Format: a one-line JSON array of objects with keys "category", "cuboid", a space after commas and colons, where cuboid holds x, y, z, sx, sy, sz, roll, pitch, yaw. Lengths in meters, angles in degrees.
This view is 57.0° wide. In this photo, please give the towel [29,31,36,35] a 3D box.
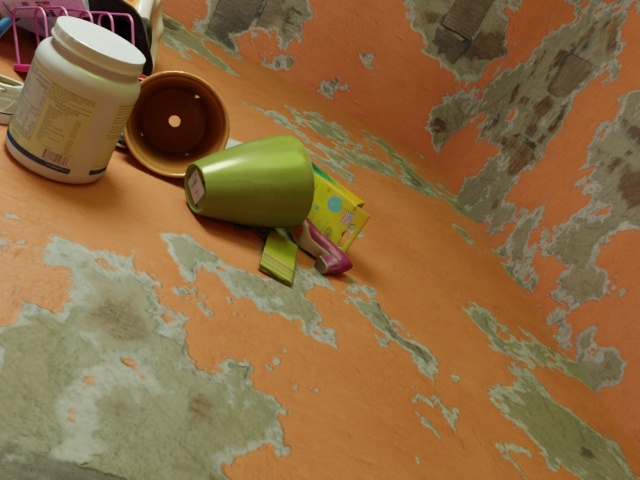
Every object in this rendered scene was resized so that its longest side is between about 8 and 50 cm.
[{"category": "towel", "cuboid": [-0.933, -0.719, 2.018, 0.120, 0.029, 0.067, 4, 11, 24]}]

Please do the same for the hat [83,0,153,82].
[{"category": "hat", "cuboid": [-0.638, -0.668, 1.961, 0.331, 0.331, 0.134, 37, 46, 9]}]

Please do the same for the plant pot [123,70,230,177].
[{"category": "plant pot", "cuboid": [-0.421, -0.342, 1.711, 0.291, 0.290, 0.203, 24, 8, -21]}]

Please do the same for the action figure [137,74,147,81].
[{"category": "action figure", "cuboid": [-0.606, -0.471, 1.899, 0.139, 0.091, 0.280, 10, -2, -7]}]

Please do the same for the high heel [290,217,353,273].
[{"category": "high heel", "cuboid": [0.000, 0.000, 1.772, 0.117, 0.082, 0.244, -4, 46, -43]}]

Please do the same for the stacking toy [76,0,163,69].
[{"category": "stacking toy", "cuboid": [-0.838, -0.804, 2.155, 0.480, 0.350, 0.350, 9, 27, -8]}]

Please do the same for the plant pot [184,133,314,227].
[{"category": "plant pot", "cuboid": [-0.215, -0.154, 1.636, 0.294, 0.274, 0.274, -9, 44, -36]}]

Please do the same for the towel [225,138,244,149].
[{"category": "towel", "cuboid": [-0.282, -0.256, 1.981, 0.332, 0.053, 0.317, 9, 33, -44]}]

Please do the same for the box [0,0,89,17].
[{"category": "box", "cuboid": [-0.863, -0.716, 1.726, 0.322, 0.058, 0.232, -7, 3, -14]}]

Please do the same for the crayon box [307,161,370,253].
[{"category": "crayon box", "cuboid": [-0.010, -0.097, 1.821, 0.319, 0.202, 0.081, 39, 23, 13]}]

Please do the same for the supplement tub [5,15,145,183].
[{"category": "supplement tub", "cuboid": [-0.565, -0.321, 1.372, 0.236, 0.324, 0.235, 28, 22, -13]}]

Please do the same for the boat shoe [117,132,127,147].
[{"category": "boat shoe", "cuboid": [-0.586, -0.344, 1.723, 0.084, 0.079, 0.233, 23, 25, -27]}]

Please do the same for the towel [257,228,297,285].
[{"category": "towel", "cuboid": [-0.114, 0.044, 1.628, 0.102, 0.021, 0.237, 34, 20, -12]}]

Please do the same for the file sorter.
[{"category": "file sorter", "cuboid": [-0.725, -0.590, 1.747, 0.202, 0.182, 0.291, 16, 22, 36]}]

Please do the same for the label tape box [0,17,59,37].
[{"category": "label tape box", "cuboid": [-0.920, -0.791, 1.955, 0.249, 0.348, 0.115, 50, -1, 38]}]

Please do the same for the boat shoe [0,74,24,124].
[{"category": "boat shoe", "cuboid": [-0.880, -0.426, 1.390, 0.367, 0.156, 0.135, 27, 22, -14]}]

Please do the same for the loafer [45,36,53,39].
[{"category": "loafer", "cuboid": [-0.897, -0.670, 2.002, 0.062, 0.061, 0.170, 23, 23, -21]}]
